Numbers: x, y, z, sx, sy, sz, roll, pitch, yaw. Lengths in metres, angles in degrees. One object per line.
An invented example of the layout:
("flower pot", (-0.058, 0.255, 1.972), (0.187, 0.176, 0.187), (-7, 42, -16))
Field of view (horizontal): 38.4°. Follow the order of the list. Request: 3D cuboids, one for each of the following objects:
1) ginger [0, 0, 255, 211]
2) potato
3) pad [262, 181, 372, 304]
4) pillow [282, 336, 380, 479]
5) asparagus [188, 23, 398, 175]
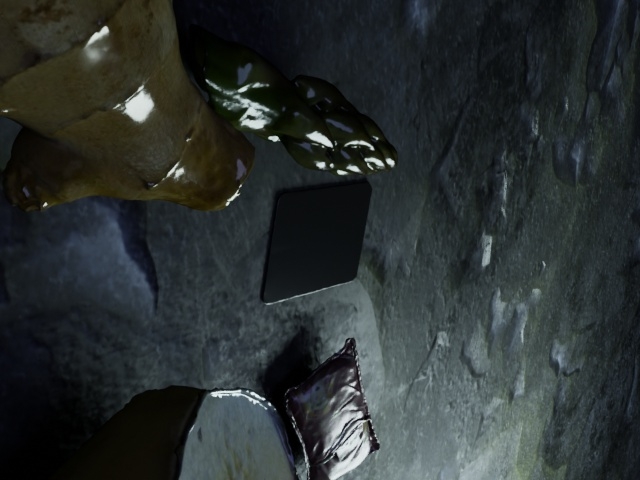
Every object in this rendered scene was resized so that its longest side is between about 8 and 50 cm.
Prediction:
("ginger", (-0.154, -0.108, 0.505), (0.236, 0.166, 0.376), (-56, 139, -35))
("potato", (-0.139, 0.245, 0.700), (0.300, 0.196, 0.247), (-68, 145, -60))
("pad", (0.000, 0.000, 0.917), (0.157, 0.003, 0.112), (-11, 116, -52))
("pillow", (0.011, 0.197, 1.000), (0.118, 0.043, 0.185), (-37, 131, -31))
("asparagus", (-0.021, -0.103, 0.772), (0.287, 0.080, 0.080), (16, 93, -48))
